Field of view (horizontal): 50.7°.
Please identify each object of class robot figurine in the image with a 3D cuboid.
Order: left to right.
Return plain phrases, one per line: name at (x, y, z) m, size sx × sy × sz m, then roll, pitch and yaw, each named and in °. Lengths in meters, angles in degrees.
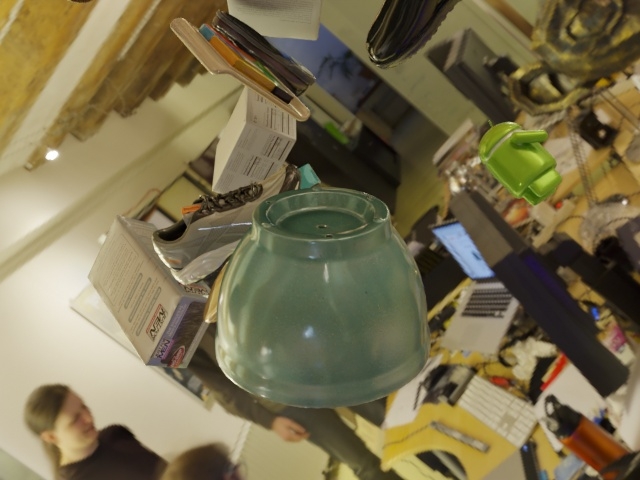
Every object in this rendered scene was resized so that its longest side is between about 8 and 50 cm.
robot figurine at (0.245, -0.099, 0.843) m, size 0.067 × 0.115 × 0.101 m, roll -35°, pitch -20°, yaw -13°

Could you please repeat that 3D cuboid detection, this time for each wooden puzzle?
wooden puzzle at (-0.145, -0.329, 1.277) m, size 0.044 × 0.239 × 0.221 m, roll -53°, pitch 50°, yaw 17°

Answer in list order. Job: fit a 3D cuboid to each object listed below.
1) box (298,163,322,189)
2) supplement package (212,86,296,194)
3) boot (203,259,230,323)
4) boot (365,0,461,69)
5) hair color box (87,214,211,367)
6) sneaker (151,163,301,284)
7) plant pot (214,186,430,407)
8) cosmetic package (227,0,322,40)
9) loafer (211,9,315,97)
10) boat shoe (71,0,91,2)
box at (-0.111, -0.073, 1.551) m, size 0.244 × 0.060 × 0.100 m, roll -30°, pitch -25°, yaw -6°
supplement package at (-0.185, -0.270, 1.873) m, size 0.262 × 0.145 × 0.204 m, roll -55°, pitch 27°, yaw 40°
boot at (-0.050, 0.082, 1.175) m, size 0.295 × 0.211 × 0.104 m, roll -46°, pitch 32°, yaw 30°
boot at (0.098, -0.577, 1.340) m, size 0.367 × 0.445 × 0.146 m, roll -45°, pitch 49°, yaw 25°
hair color box at (-0.400, 0.113, 1.585) m, size 0.374 × 0.114 × 0.185 m, roll 40°, pitch 107°, yaw 42°
sneaker at (-0.146, -0.037, 1.063) m, size 0.271 × 0.108 × 0.100 m, roll -34°, pitch 28°, yaw 10°
plant pot at (0.002, 0.047, 0.885) m, size 0.293 × 0.293 × 0.196 m, roll -68°, pitch -20°, yaw -64°
cosmetic package at (-0.100, -0.634, 1.560) m, size 0.453 × 0.230 × 0.161 m, roll 121°, pitch 154°, yaw -82°
loafer at (-0.148, -0.442, 1.657) m, size 0.095 × 0.302 × 0.109 m, roll -49°, pitch 36°, yaw 18°
boat shoe at (-0.460, -0.640, 1.299) m, size 0.110 × 0.122 × 0.341 m, roll -119°, pitch 42°, yaw -59°
